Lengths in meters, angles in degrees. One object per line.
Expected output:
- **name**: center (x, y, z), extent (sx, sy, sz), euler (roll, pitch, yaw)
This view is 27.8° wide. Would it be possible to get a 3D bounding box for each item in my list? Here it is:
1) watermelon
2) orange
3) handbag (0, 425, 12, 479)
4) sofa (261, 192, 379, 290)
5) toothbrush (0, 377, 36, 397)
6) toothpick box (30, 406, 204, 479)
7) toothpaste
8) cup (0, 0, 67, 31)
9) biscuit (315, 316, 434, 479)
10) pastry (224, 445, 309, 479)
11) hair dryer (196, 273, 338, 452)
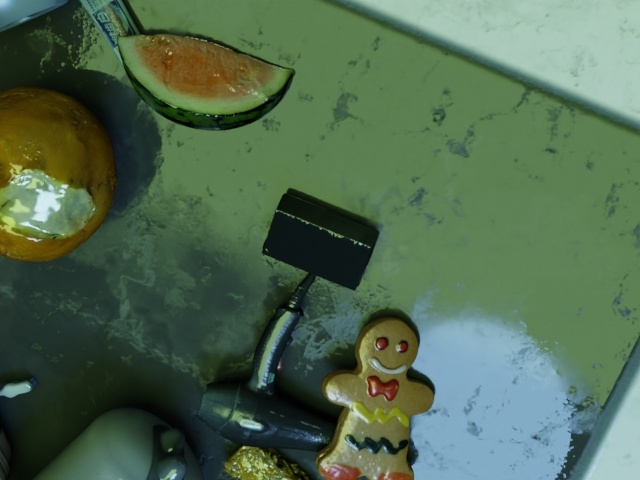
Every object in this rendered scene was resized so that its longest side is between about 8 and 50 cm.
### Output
- **watermelon**: center (-0.161, -0.213, 1.753), extent (0.245, 0.063, 0.119), euler (10, 80, -4)
- **orange**: center (-0.393, -0.090, 1.749), extent (0.240, 0.240, 0.240), euler (2, 105, 9)
- **handbag**: center (-0.604, 0.349, 1.920), extent (0.301, 0.149, 0.283), euler (-12, 128, 12)
- **sofa**: center (0.000, 0.000, 1.800), extent (0.147, 0.060, 0.085), euler (21, 123, 4)
- **toothbrush**: center (-0.571, 0.250, 1.965), extent (0.304, 0.030, 0.030), euler (-15, 101, 13)
- **toothpick box**: center (-0.302, 0.382, 1.852), extent (0.229, 0.229, 0.316), euler (45, 106, -4)
- **toothpaste**: center (-0.271, -0.279, 1.779), extent (0.060, 0.038, 0.233), euler (-30, 95, 12)
- **cup**: center (-0.456, -0.430, 1.685), extent (0.205, 0.205, 0.312), euler (-21, 102, 14)
- **biscuit**: center (0.080, 0.230, 1.822), extent (0.165, 0.036, 0.250), euler (11, 96, -14)
- **pastry**: center (-0.070, 0.352, 1.898), extent (0.140, 0.056, 0.080), euler (45, 99, 3)
- **hair dryer**: center (-0.035, 0.175, 1.837), extent (0.235, 0.091, 0.272), euler (16, 102, -5)
